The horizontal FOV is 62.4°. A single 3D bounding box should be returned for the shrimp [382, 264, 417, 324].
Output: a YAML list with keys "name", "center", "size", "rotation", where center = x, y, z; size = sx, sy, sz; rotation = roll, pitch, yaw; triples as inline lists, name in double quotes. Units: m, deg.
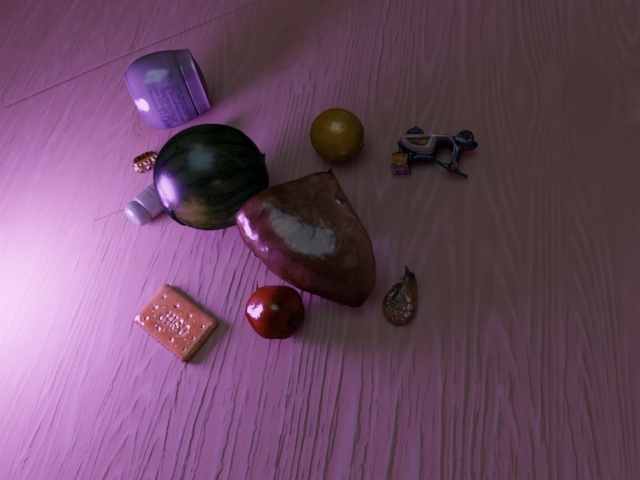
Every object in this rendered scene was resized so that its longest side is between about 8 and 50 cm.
- name: "shrimp"
  center: [0.231, 0.156, 1.504]
  size: [0.099, 0.041, 0.180]
  rotation: [-1, 61, 30]

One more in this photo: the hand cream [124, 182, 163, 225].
- name: "hand cream"
  center: [-0.545, -0.173, 1.859]
  size: [0.147, 0.093, 0.306]
  rotation: [33, 65, 26]

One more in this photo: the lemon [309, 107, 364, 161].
- name: "lemon"
  center: [0.053, -0.351, 1.749]
  size: [0.173, 0.173, 0.206]
  rotation: [-39, 48, -9]

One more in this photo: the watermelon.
- name: "watermelon"
  center: [-0.339, -0.200, 1.664]
  size: [0.362, 0.363, 0.364]
  rotation: [-6, 60, 11]

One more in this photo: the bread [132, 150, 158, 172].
- name: "bread"
  center: [-0.645, -0.292, 1.958]
  size: [0.110, 0.060, 0.066]
  rotation: [-27, 88, -1]

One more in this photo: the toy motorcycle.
- name: "toy motorcycle"
  center: [0.364, -0.282, 1.683]
  size: [0.262, 0.091, 0.157]
  rotation: [3, 70, 18]

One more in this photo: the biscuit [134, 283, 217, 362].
- name: "biscuit"
  center: [-0.447, 0.247, 1.621]
  size: [0.249, 0.030, 0.160]
  rotation: [31, 73, 27]

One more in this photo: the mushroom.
- name: "mushroom"
  center: [-0.029, 0.023, 1.504]
  size: [0.313, 0.224, 0.397]
  rotation: [-16, 59, -24]

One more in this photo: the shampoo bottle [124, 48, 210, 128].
- name: "shampoo bottle"
  center: [-0.558, -0.562, 1.962]
  size: [0.266, 0.273, 0.273]
  rotation: [-22, 58, -8]

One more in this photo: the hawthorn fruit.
- name: "hawthorn fruit"
  center: [-0.149, 0.194, 1.516]
  size: [0.203, 0.163, 0.163]
  rotation: [18, 67, 38]

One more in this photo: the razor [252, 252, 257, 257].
- name: "razor"
  center: [-0.119, 0.034, 1.654]
  size: [0.191, 0.037, 0.068]
  rotation: [12, 64, 20]
